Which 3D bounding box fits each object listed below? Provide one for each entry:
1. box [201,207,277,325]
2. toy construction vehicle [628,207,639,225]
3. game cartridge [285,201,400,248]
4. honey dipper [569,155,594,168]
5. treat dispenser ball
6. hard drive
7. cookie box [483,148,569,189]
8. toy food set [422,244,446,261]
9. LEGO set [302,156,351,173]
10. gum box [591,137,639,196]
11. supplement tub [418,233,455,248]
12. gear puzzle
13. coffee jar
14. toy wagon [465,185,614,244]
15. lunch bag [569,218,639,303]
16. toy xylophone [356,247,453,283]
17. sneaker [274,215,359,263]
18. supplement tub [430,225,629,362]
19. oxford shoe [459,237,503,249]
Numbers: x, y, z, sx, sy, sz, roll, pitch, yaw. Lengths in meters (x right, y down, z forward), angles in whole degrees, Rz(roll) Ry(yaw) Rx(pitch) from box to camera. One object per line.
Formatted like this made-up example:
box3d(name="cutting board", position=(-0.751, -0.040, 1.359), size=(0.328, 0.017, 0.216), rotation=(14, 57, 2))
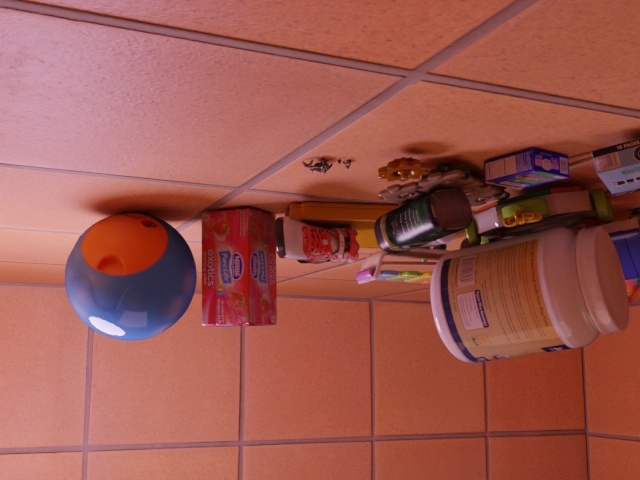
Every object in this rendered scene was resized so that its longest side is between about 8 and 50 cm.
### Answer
box3d(name="box", position=(-0.181, 0.063, 1.761), size=(0.128, 0.257, 0.122), rotation=(-5, 172, 27))
box3d(name="toy construction vehicle", position=(0.726, -0.049, 1.740), size=(0.086, 0.035, 0.098), rotation=(8, 168, -39))
box3d(name="game cartridge", position=(0.056, -0.034, 1.827), size=(0.285, 0.053, 0.324), rotation=(2, 168, -8))
box3d(name="honey dipper", position=(0.421, -0.127, 1.310), size=(0.030, 0.030, 0.160), rotation=(6, 165, -32))
box3d(name="treat dispenser ball", position=(-0.424, 0.080, 1.777), size=(0.288, 0.288, 0.288), rotation=(0, 171, 0))
box3d(name="hard drive", position=(0.515, 0.048, 1.660), size=(0.318, 0.040, 0.210), rotation=(-13, 147, 24))
box3d(name="cookie box", position=(0.342, -0.118, 1.318), size=(0.092, 0.040, 0.107), rotation=(6, 170, -34))
box3d(name="toy food set", position=(0.271, 0.018, 2.043), size=(0.128, 0.071, 0.218), rotation=(1, 170, -2))
box3d(name="LEGO set", position=(0.011, -0.124, 1.341), size=(0.083, 0.023, 0.054), rotation=(-2, 170, 15))
box3d(name="gum box", position=(0.520, -0.121, 1.231), size=(0.157, 0.041, 0.184), rotation=(-14, 166, 25))
box3d(name="supplement tub", position=(0.253, -0.020, 1.819), size=(0.071, 0.071, 0.107), rotation=(6, 169, -33))
box3d(name="gear puzzle", position=(0.197, -0.104, 1.403), size=(0.175, 0.044, 0.339), rotation=(-14, 165, 32))
box3d(name="coffee jar", position=(0.179, -0.033, 1.420), size=(0.096, 0.079, 0.184), rotation=(-7, 169, -33))
box3d(name="toy wagon", position=(0.418, -0.049, 1.531), size=(0.267, 0.068, 0.344), rotation=(-13, 170, 23))
box3d(name="lunch bag", position=(0.590, 0.072, 1.823), size=(0.293, 0.120, 0.258), rotation=(9, 131, -5))
box3d(name="toy xylophone", position=(0.243, 0.073, 1.912), size=(0.322, 0.081, 0.236), rotation=(3, 171, -8))
box3d(name="sneaker", position=(0.000, -0.001, 1.649), size=(0.145, 0.090, 0.270), rotation=(-3, 171, 12))
box3d(name="supplement tub", position=(0.393, 0.101, 1.493), size=(0.316, 0.228, 0.228), rotation=(-15, 164, 33))
box3d(name="oxford shoe", position=(0.518, 0.003, 1.932), size=(0.348, 0.123, 0.130), rotation=(0, 145, 4))
